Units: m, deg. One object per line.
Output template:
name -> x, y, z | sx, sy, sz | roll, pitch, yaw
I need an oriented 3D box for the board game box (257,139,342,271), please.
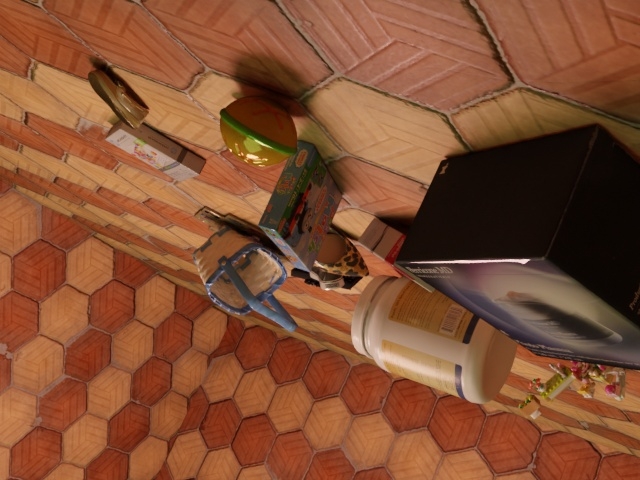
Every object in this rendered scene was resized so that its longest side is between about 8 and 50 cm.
board game box -> -0.029, -0.054, 1.314 | 0.039, 0.160, 0.211 | 18, 165, 20

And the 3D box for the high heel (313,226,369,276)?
high heel -> 0.000, 0.000, 1.595 | 0.261, 0.093, 0.186 | 34, 173, -1

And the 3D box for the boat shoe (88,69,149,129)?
boat shoe -> -0.361, -0.260, 1.365 | 0.056, 0.048, 0.153 | 30, 165, 33

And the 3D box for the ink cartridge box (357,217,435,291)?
ink cartridge box -> 0.153, 0.025, 1.426 | 0.109, 0.063, 0.150 | 32, -177, -29

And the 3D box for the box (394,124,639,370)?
box -> 0.308, 0.025, 0.977 | 0.294, 0.182, 0.296 | 33, 164, -21

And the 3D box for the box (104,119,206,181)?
box -> -0.349, -0.190, 1.602 | 0.186, 0.038, 0.145 | 31, 165, -23

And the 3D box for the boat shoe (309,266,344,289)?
boat shoe -> 0.016, 0.062, 1.865 | 0.078, 0.070, 0.219 | -11, -169, -8

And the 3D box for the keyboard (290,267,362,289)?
keyboard -> 0.010, 0.090, 1.954 | 0.180, 0.108, 0.023 | 11, 119, 29

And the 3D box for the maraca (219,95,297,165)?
maraca -> -0.093, -0.167, 1.143 | 0.127, 0.099, 0.185 | 30, -168, -13

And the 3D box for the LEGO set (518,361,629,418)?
LEGO set -> 0.567, 0.320, 1.777 | 0.107, 0.132, 0.287 | 37, 140, -25

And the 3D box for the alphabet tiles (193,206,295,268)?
alphabet tiles -> -0.181, -0.001, 2.095 | 0.343, 0.011, 0.285 | 28, 166, -14

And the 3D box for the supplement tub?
supplement tub -> 0.250, 0.204, 1.671 | 0.316, 0.228, 0.228 | 16, 164, 34

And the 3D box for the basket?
basket -> -0.190, 0.109, 2.005 | 0.289, 0.201, 0.255 | 53, -177, 31
